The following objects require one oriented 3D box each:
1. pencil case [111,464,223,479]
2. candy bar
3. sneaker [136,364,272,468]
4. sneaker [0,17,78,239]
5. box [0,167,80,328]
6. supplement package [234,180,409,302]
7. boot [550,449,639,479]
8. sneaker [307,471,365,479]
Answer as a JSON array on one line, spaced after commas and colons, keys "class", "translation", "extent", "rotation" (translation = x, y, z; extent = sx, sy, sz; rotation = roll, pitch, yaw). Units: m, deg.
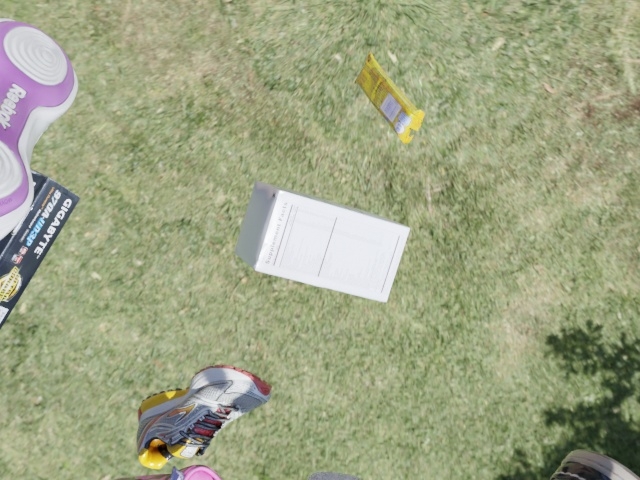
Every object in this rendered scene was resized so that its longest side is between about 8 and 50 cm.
[{"class": "pencil case", "translation": [-0.193, 0.283, 0.723], "extent": [0.209, 0.098, 0.095], "rotation": [-21, 103, 30]}, {"class": "candy bar", "translation": [0.069, -0.155, 0.761], "extent": [0.018, 0.161, 0.040], "rotation": [15, 119, -30]}, {"class": "sneaker", "translation": [-0.149, 0.231, 0.916], "extent": [0.225, 0.093, 0.088], "rotation": [-32, 130, 29]}, {"class": "sneaker", "translation": [-0.286, -0.052, 0.550], "extent": [0.152, 0.305, 0.114], "rotation": [-35, 116, 26]}, {"class": "box", "translation": [-0.371, -0.014, 0.709], "extent": [0.220, 0.051, 0.175], "rotation": [23, 78, 25]}, {"class": "supplement package", "translation": [0.000, 0.000, 1.204], "extent": [0.244, 0.134, 0.139], "rotation": [16, 95, -24]}, {"class": "boot", "translation": [0.255, 0.426, 0.674], "extent": [0.284, 0.138, 0.377], "rotation": [-23, 89, -21]}, {"class": "sneaker", "translation": [0.124, 0.472, 1.000], "extent": [0.366, 0.137, 0.210], "rotation": [20, 84, -8]}]
